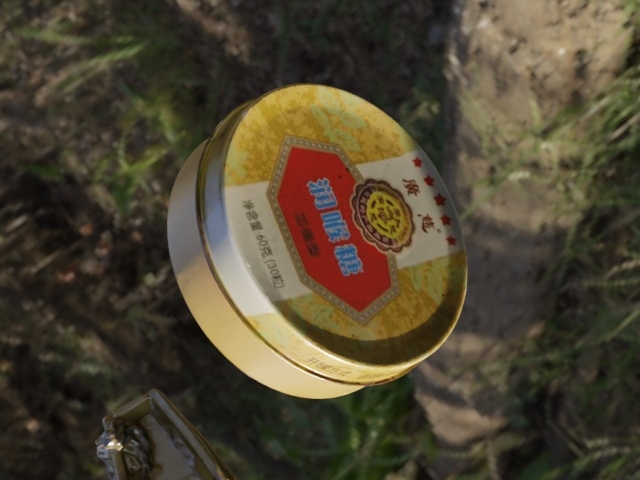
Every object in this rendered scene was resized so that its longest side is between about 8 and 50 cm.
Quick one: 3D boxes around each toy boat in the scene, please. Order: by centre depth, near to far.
[{"bbox_3d":[-0.040,0.164,0.644,0.206,0.064,0.072,60,173,17],"label":"toy boat"}]

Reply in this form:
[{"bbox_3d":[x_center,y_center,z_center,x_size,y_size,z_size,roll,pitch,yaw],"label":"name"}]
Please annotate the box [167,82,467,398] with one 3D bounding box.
[{"bbox_3d":[0.000,0.000,0.484,0.037,0.105,0.105,-31,97,45],"label":"box"}]
